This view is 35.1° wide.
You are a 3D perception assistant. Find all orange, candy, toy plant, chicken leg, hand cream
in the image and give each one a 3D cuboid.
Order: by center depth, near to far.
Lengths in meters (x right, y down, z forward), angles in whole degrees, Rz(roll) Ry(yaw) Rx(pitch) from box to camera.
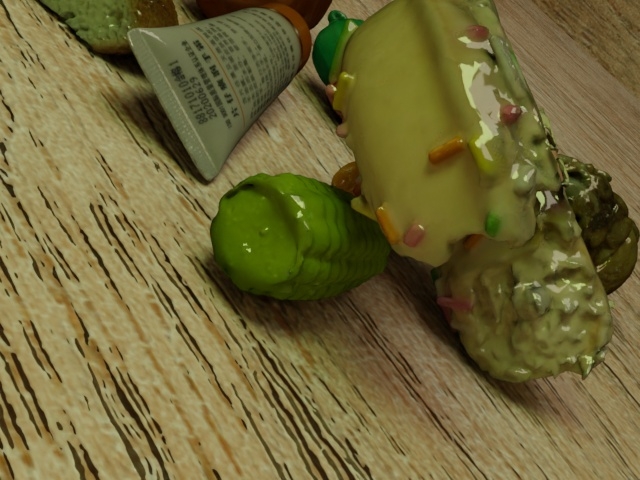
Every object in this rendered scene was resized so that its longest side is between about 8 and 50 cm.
[{"bbox_3d":[0.000,0.000,0.795,0.097,0.097,0.209,48,19,22],"label":"candy"},{"bbox_3d":[-0.083,-0.158,0.968,0.140,0.089,0.314,63,21,-10],"label":"hand cream"},{"bbox_3d":[0.053,-0.045,0.986,0.086,0.062,0.086,32,27,-18],"label":"orange"},{"bbox_3d":[0.292,-0.018,1.182,0.201,0.153,0.429,40,15,24],"label":"chicken leg"},{"bbox_3d":[0.062,-0.193,1.193,0.142,0.105,0.200,6,56,-34],"label":"toy plant"}]

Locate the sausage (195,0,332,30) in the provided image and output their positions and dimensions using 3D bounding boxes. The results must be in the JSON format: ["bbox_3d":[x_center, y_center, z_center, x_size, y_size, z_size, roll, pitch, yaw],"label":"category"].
[{"bbox_3d":[-0.059,-0.323,1.214,0.141,0.153,0.268,24,21,4],"label":"sausage"}]

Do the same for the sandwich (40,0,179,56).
[{"bbox_3d":[-0.264,-0.309,0.952,0.254,0.289,0.099,-4,10,14],"label":"sandwich"}]

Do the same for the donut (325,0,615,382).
[{"bbox_3d":[0.121,-0.057,0.833,0.371,0.150,0.307,48,25,-56],"label":"donut"}]
